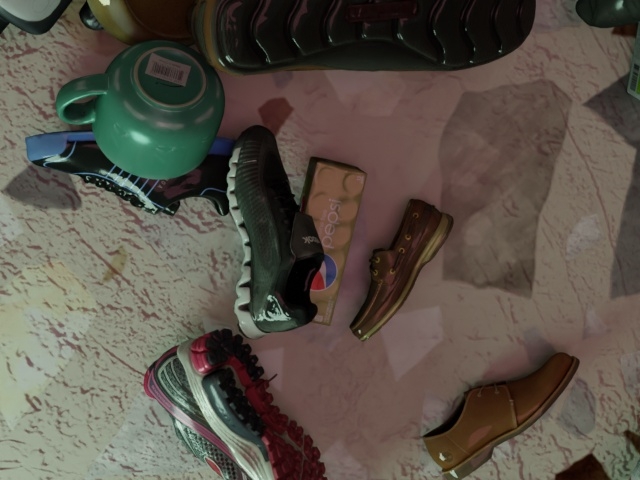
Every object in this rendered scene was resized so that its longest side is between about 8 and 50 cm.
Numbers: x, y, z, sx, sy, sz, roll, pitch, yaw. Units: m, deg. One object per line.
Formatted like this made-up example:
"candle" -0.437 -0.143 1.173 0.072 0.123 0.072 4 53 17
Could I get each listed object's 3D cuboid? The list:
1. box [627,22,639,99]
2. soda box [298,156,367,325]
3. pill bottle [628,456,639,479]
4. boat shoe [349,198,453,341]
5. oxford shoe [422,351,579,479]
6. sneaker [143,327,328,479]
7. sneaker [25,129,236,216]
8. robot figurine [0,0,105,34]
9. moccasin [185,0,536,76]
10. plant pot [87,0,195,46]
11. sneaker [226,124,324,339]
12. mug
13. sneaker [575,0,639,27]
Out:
"box" 0.470 -0.206 1.348 0.203 0.103 0.114 2 110 -9
"soda box" 0.000 0.000 1.349 0.061 0.058 0.181 13 98 -10
"pill bottle" 0.529 0.196 1.371 0.229 0.229 0.408 24 96 -11
"boat shoe" 0.082 0.032 1.367 0.060 0.064 0.178 34 87 -7
"oxford shoe" 0.214 0.194 1.409 0.212 0.076 0.076 -38 90 -1
"sneaker" -0.086 0.239 1.362 0.112 0.121 0.299 -22 105 26
"sneaker" -0.204 -0.073 1.295 0.232 0.081 0.090 2 92 -10
"robot figurine" -0.298 -0.321 1.196 0.278 0.173 0.209 -52 144 3
"moccasin" 0.048 -0.237 1.257 0.380 0.147 0.139 -13 112 -15
"plant pot" -0.133 -0.296 1.215 0.236 0.032 0.236 -28 139 -28
"sneaker" -0.041 -0.010 1.284 0.106 0.078 0.234 -3 89 36
"mug" -0.174 -0.136 1.218 0.158 0.097 0.129 -29 75 -30
"sneaker" 0.331 -0.368 1.306 0.109 0.130 0.286 18 74 -36
